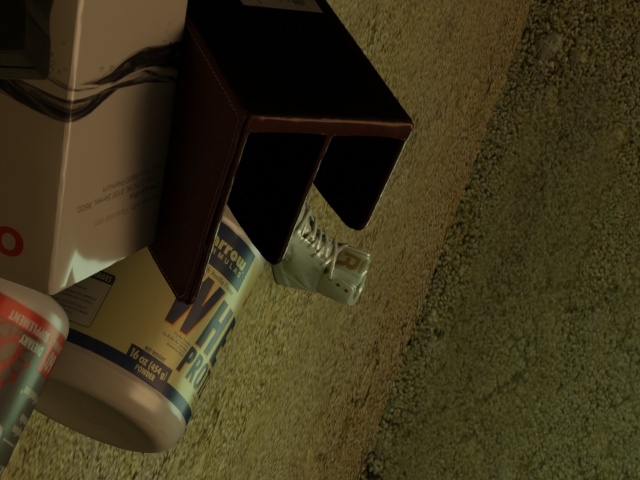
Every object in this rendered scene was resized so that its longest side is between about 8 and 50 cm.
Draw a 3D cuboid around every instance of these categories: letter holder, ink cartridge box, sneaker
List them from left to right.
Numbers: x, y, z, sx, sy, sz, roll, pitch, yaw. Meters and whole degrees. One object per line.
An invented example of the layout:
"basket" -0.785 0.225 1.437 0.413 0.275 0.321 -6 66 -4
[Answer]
"ink cartridge box" -0.264 -0.191 1.109 0.166 0.285 0.394 -33 137 -60
"letter holder" -0.078 -0.108 1.232 0.152 0.302 0.214 0 130 -29
"sneaker" 0.000 0.000 2.237 0.108 0.169 0.292 -63 158 -23

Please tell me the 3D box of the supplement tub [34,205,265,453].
"supplement tub" -0.202 0.048 1.584 0.235 0.235 0.324 72 39 -60

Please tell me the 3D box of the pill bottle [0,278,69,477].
"pill bottle" -0.383 0.186 1.226 0.210 0.210 0.363 62 48 -65
